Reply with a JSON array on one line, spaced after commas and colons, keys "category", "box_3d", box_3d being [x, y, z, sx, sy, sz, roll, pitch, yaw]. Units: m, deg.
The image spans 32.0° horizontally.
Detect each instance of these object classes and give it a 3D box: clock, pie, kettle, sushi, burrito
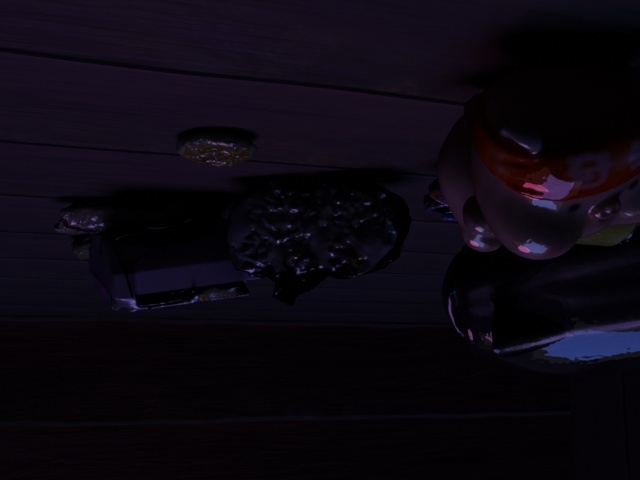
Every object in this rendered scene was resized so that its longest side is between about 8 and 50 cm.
[{"category": "clock", "box_3d": [-0.199, 0.024, 1.461, 0.186, 0.083, 0.253, -7, -171, -18]}, {"category": "pie", "box_3d": [-0.294, 0.016, 1.737, 0.187, 0.041, 0.187, -2, 171, 0]}, {"category": "kettle", "box_3d": [0.311, 0.034, 1.372, 0.324, 0.228, 0.321, -10, -152, 11]}, {"category": "sushi", "box_3d": [0.000, 0.000, 1.326, 0.212, 0.147, 0.115, -5, 172, 13]}, {"category": "burrito", "box_3d": [-0.255, -0.031, 1.435, 0.171, 0.042, 0.051, -1, 161, -10]}, {"category": "pie", "box_3d": [-0.101, -0.093, 1.113, 0.084, 0.021, 0.084, 1, 168, 0]}]

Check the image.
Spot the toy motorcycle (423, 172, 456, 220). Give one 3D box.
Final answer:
[{"category": "toy motorcycle", "box_3d": [0.216, -0.054, 1.236, 0.205, 0.076, 0.114, -4, 169, -2]}]

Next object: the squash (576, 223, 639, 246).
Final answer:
[{"category": "squash", "box_3d": [0.221, -0.056, 1.079, 0.187, 0.123, 0.123, 4, 170, -34]}]

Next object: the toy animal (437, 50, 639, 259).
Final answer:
[{"category": "toy animal", "box_3d": [0.183, -0.069, 0.882, 0.171, 0.171, 0.198, 1, 175, -12]}]
